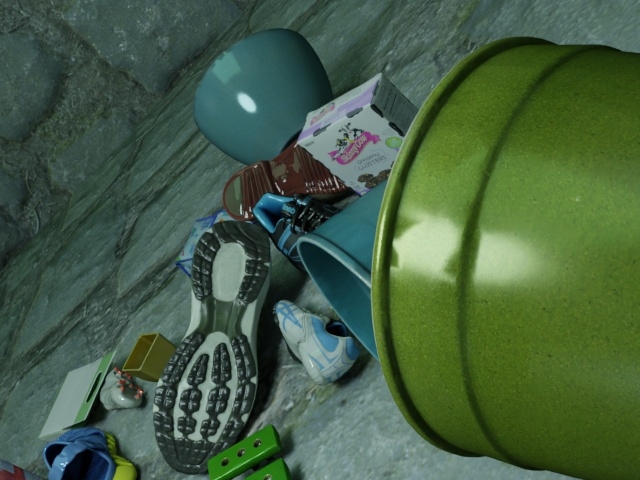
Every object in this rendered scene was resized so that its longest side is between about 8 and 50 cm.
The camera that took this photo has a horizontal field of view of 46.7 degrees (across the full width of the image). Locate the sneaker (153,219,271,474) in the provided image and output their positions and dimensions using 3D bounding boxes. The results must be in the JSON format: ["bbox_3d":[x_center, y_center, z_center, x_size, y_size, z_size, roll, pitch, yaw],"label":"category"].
[{"bbox_3d":[-0.155,0.183,1.237,0.182,0.158,0.410,78,-156,-70],"label":"sneaker"}]

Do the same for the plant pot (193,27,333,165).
[{"bbox_3d":[-0.083,-0.251,1.501,0.290,0.290,0.195,-45,64,13],"label":"plant pot"}]

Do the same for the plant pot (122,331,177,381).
[{"bbox_3d":[-0.315,0.234,1.429,0.081,0.083,0.081,-14,45,51],"label":"plant pot"}]

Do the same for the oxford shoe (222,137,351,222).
[{"bbox_3d":[-0.005,-0.123,1.352,0.348,0.130,0.123,-16,77,21],"label":"oxford shoe"}]

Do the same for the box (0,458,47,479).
[{"bbox_3d":[-0.566,0.550,1.362,0.142,0.154,0.300,-55,29,-5],"label":"box"}]

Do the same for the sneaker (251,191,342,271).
[{"bbox_3d":[0.000,0.000,1.172,0.125,0.139,0.341,-56,29,-14],"label":"sneaker"}]

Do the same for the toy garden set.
[{"bbox_3d":[-0.114,0.384,0.956,0.203,0.049,0.244,-31,33,3],"label":"toy garden set"}]

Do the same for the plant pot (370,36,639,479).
[{"bbox_3d":[0.288,0.031,0.524,0.353,0.366,0.366,11,65,47],"label":"plant pot"}]

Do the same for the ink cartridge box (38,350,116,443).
[{"bbox_3d":[-0.518,0.349,1.628,0.235,0.056,0.171,-24,38,41],"label":"ink cartridge box"}]

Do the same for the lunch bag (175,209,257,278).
[{"bbox_3d":[-0.208,0.011,1.533,0.151,0.096,0.129,-9,45,33],"label":"lunch bag"}]

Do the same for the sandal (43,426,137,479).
[{"bbox_3d":[-0.453,0.406,1.378,0.317,0.138,0.126,-5,55,57],"label":"sandal"}]

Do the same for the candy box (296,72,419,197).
[{"bbox_3d":[0.091,-0.142,1.142,0.165,0.196,0.070,-20,41,46],"label":"candy box"}]

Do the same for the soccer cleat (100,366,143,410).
[{"bbox_3d":[-0.406,0.316,1.497,0.076,0.068,0.196,-61,21,-7],"label":"soccer cleat"}]

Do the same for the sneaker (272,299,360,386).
[{"bbox_3d":[-0.009,0.141,1.099,0.086,0.085,0.237,-28,22,-11],"label":"sneaker"}]

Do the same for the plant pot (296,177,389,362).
[{"bbox_3d":[0.158,0.022,0.805,0.255,0.272,0.271,-40,26,-11],"label":"plant pot"}]
